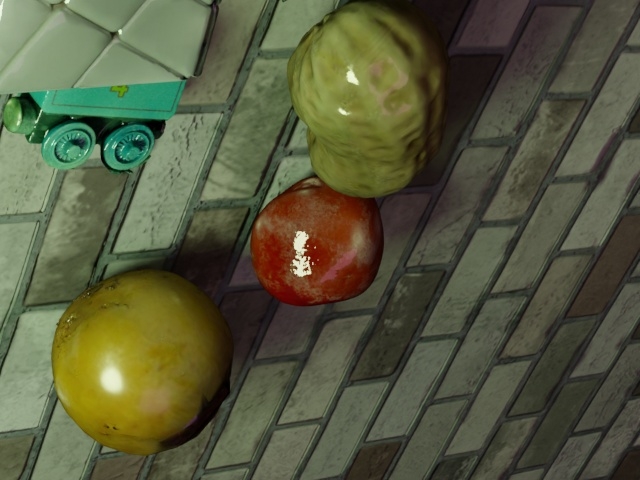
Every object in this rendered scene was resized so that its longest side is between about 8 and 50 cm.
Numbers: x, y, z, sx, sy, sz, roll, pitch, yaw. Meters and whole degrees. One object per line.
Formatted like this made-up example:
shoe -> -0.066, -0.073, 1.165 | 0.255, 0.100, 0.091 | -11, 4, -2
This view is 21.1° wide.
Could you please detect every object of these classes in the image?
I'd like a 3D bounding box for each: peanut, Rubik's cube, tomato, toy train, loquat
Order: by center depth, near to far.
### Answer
Rubik's cube -> -0.230, -0.293, 1.613 | 0.231, 0.224, 0.221 | -8, 135, -31
toy train -> -0.243, -0.160, 1.865 | 0.198, 0.107, 0.154 | 0, 124, -38
peanut -> 0.052, -0.157, 2.003 | 0.169, 0.192, 0.387 | -58, 168, -19
loquat -> -0.219, 0.149, 2.128 | 0.235, 0.235, 0.235 | -22, 142, -18
tomato -> 0.000, 0.000, 2.203 | 0.187, 0.151, 0.187 | -17, 138, -16
